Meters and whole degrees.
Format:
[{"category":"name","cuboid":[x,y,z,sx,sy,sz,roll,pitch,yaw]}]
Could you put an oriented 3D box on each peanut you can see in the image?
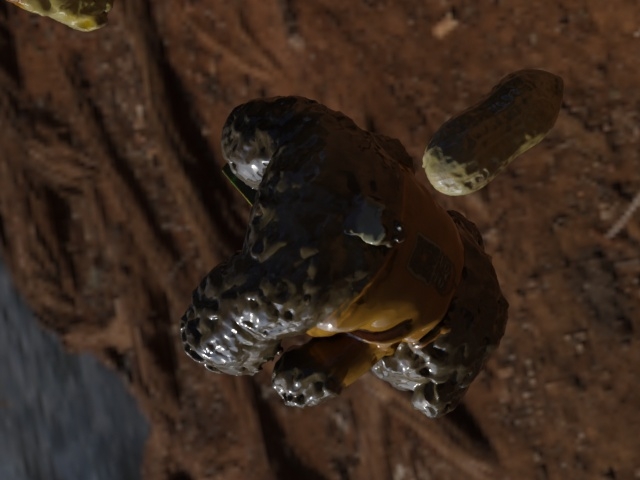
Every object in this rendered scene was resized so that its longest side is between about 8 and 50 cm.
[{"category":"peanut","cuboid":[0.208,-0.131,1.849,0.090,0.214,0.098,53,164,1]}]

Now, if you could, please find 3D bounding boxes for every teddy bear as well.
[{"category":"teddy bear","cuboid":[0.030,0.017,0.887,0.140,0.190,0.177,-9,59,45]}]

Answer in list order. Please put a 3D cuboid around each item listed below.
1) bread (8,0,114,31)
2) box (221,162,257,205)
[{"category":"bread","cuboid":[-0.233,-0.279,1.106,0.274,0.114,0.185,36,108,38]},{"category":"box","cuboid":[0.000,0.000,1.378,0.030,0.193,0.121,-45,52,5]}]
